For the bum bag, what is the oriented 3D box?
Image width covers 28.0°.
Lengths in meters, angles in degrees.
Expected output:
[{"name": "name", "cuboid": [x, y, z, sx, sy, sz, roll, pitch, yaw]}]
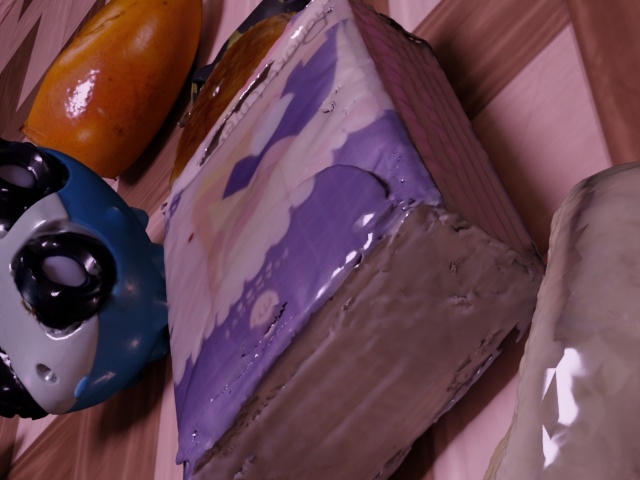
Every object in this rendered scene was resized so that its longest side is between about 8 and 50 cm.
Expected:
[{"name": "bum bag", "cuboid": [-0.049, -0.204, 1.227, 0.232, 0.060, 0.107, -49, 18, 21]}]

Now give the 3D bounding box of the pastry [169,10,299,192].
[{"name": "pastry", "cuboid": [-0.054, -0.104, 1.094, 0.192, 0.093, 0.182, -57, 22, 11]}]

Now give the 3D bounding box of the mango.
[{"name": "mango", "cuboid": [-0.218, -0.200, 1.474, 0.257, 0.138, 0.187, -56, 6, 4]}]

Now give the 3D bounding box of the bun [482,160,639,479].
[{"name": "bun", "cuboid": [0.129, 0.074, 0.481, 0.222, 0.127, 0.222, 16, -90, -83]}]

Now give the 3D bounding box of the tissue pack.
[{"name": "tissue pack", "cuboid": [0.000, 0.000, 0.839, 0.242, 0.125, 0.344, -53, 24, 21]}]

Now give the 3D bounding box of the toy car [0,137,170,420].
[{"name": "toy car", "cuboid": [-0.227, 0.032, 1.164, 0.255, 0.190, 0.188, 54, 132, 31]}]
